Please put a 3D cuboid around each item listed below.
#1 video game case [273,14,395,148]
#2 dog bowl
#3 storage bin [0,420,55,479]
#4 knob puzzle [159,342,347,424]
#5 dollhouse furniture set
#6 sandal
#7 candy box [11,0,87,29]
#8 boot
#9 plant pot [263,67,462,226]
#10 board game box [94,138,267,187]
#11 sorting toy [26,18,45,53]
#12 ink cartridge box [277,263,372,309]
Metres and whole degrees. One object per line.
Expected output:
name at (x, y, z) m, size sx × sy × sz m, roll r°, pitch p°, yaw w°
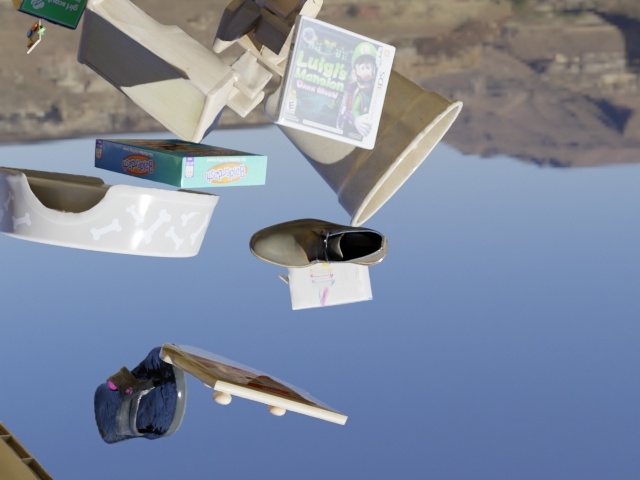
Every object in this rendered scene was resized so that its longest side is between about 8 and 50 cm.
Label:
video game case at (0.025, -0.250, 1.847) m, size 0.190 × 0.173 × 0.022 m, roll 12°, pitch 180°, yaw -34°
dog bowl at (-0.335, -0.044, 1.785) m, size 0.349 × 0.102 × 0.349 m, roll 7°, pitch -177°, yaw 0°
storage bin at (-0.611, 0.380, 1.863) m, size 0.262 × 0.123 × 0.260 m, roll 39°, pitch -153°, yaw 24°
knob puzzle at (-0.093, 0.153, 1.241) m, size 0.213 × 0.030 × 0.213 m, roll 20°, pitch 180°, yaw 0°
dollhouse furniture set at (-0.181, -0.389, 1.964) m, size 0.394 × 0.256 × 0.362 m, roll -50°, pitch 176°, yaw -32°
sandal at (-0.383, 0.330, 2.308) m, size 0.107 × 0.167 × 0.446 m, roll -6°, pitch 164°, yaw -33°
candy box at (-0.437, -0.561, 1.983) m, size 0.122 × 0.317 × 0.268 m, roll 14°, pitch -156°, yaw -34°
boot at (0.000, 0.000, 1.788) m, size 0.219 × 0.082 × 0.106 m, roll 0°, pitch 173°, yaw -4°
plant pot at (0.064, -0.248, 2.346) m, size 0.305 × 0.334 × 0.334 m, roll 41°, pitch -164°, yaw 6°
board game box at (-0.208, -0.116, 1.712) m, size 0.160 × 0.047 × 0.210 m, roll -5°, pitch -167°, yaw -45°
sorting toy at (-0.581, -0.426, 2.362) m, size 0.012 × 0.062 × 0.083 m, roll 14°, pitch 151°, yaw -34°
ink cartridge box at (0.006, 0.066, 1.952) m, size 0.143 × 0.090 × 0.092 m, roll -9°, pitch 175°, yaw 10°
